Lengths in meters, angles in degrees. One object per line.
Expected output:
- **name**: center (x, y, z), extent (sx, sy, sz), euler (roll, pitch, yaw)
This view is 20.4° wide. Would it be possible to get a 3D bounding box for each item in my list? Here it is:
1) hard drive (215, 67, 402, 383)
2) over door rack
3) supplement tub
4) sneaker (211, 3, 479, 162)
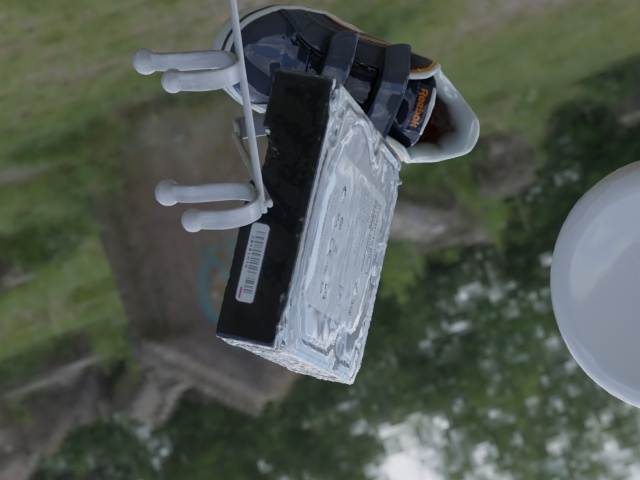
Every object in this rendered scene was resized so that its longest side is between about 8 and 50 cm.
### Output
- **hard drive**: center (0.000, 0.000, 1.621), extent (0.064, 0.237, 0.339), euler (11, 172, 13)
- **over door rack**: center (-0.093, -0.159, 1.454), extent (0.108, 0.239, 0.324), euler (-5, -164, 5)
- **supplement tub**: center (0.377, 0.027, 1.700), extent (0.235, 0.235, 0.325), euler (-19, 178, 27)
- **sneaker**: center (0.039, -0.164, 1.877), extent (0.321, 0.126, 0.127), euler (13, -171, -40)
